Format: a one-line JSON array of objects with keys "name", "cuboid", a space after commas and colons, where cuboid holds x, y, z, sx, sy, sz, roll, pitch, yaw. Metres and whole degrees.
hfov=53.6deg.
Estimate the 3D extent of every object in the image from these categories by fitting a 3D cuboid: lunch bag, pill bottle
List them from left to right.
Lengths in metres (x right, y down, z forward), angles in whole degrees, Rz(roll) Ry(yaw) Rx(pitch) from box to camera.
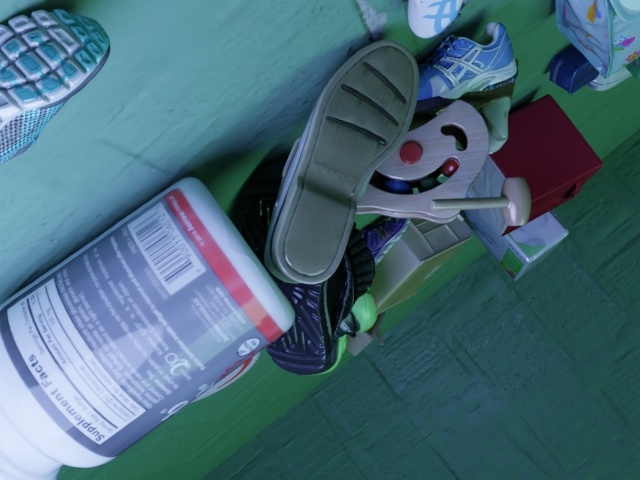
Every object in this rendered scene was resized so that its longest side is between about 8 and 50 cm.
[{"name": "pill bottle", "cuboid": [-0.227, 0.111, 0.698, 0.363, 0.210, 0.210, -36, 163, -5]}, {"name": "lunch bag", "cuboid": [0.497, -0.342, 1.231, 0.098, 0.065, 0.067, -32, 147, -14]}, {"name": "lunch bag", "cuboid": [0.452, -0.386, 0.869, 0.223, 0.160, 0.262, -33, 155, 8]}]

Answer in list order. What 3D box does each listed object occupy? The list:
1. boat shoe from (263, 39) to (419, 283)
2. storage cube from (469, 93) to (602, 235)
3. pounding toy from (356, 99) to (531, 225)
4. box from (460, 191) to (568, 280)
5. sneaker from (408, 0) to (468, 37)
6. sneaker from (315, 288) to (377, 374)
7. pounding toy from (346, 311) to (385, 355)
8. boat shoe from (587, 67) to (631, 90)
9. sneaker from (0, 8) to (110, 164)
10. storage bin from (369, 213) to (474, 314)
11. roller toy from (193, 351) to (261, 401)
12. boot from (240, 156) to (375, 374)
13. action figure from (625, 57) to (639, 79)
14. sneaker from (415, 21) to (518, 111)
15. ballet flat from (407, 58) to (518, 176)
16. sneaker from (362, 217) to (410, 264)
[{"name": "boat shoe", "cuboid": [0.012, -0.095, 0.734, 0.302, 0.113, 0.103, -63, -161, -12]}, {"name": "storage cube", "cuboid": [0.431, -0.156, 1.345, 0.193, 0.215, 0.184, -28, 162, -10]}, {"name": "pounding toy", "cuboid": [0.136, -0.107, 0.808, 0.155, 0.269, 0.154, 25, 72, -80]}, {"name": "box", "cuboid": [0.459, -0.056, 1.561, 0.126, 0.262, 0.231, -37, 164, -1]}, {"name": "sneaker", "cuboid": [0.107, -0.279, 0.600, 0.086, 0.085, 0.237, -8, 162, -5]}, {"name": "sneaker", "cuboid": [-0.031, 0.185, 1.433, 0.202, 0.185, 0.483, -4, 153, -17]}, {"name": "pounding toy", "cuboid": [0.119, 0.201, 1.677, 0.094, 0.181, 0.206, -50, -178, 34]}, {"name": "boat shoe", "cuboid": [0.679, -0.421, 1.354, 0.267, 0.096, 0.088, -28, 159, -11]}, {"name": "sneaker", "cuboid": [-0.218, -0.099, 0.451, 0.166, 0.065, 0.076, -35, 180, 1]}, {"name": "storage bin", "cuboid": [0.216, 0.047, 1.580, 0.260, 0.123, 0.262, -21, 156, -45]}, {"name": "roller toy", "cuboid": [-0.198, 0.143, 0.950, 0.191, 0.146, 0.209, 1, 138, -47]}, {"name": "boot", "cuboid": [-0.004, 0.000, 0.966, 0.260, 0.131, 0.348, -52, 149, -53]}, {"name": "action figure", "cuboid": [0.689, -0.455, 1.271, 0.232, 0.137, 0.063, -46, -155, -1]}, {"name": "sneaker", "cuboid": [0.167, -0.233, 0.860, 0.211, 0.080, 0.081, -23, 120, -14]}, {"name": "ballet flat", "cuboid": [0.212, -0.173, 0.988, 0.342, 0.124, 0.116, -30, 162, -25]}, {"name": "sneaker", "cuboid": [0.129, -0.014, 1.351, 0.170, 0.071, 0.068, -49, -174, -15]}]
